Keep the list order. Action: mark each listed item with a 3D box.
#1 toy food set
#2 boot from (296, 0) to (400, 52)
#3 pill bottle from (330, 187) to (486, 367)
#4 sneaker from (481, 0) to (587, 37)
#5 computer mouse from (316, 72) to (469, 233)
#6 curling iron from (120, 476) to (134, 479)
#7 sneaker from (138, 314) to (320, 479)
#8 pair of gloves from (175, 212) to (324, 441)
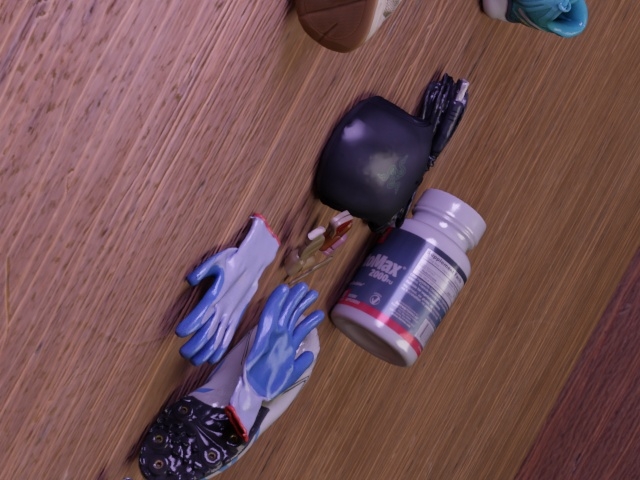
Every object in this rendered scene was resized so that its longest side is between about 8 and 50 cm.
[{"bbox_3d":[0.000,0.000,1.792,0.078,0.019,0.122,-30,166,-27],"label":"toy food set"},{"bbox_3d":[0.086,-0.293,1.492,0.203,0.095,0.262,-39,154,-50],"label":"boot"},{"bbox_3d":[0.101,0.038,2.032,0.180,0.108,0.108,-56,162,-15],"label":"pill bottle"},{"bbox_3d":[0.223,-0.285,1.872,0.107,0.110,0.275,-59,162,-7],"label":"sneaker"},{"bbox_3d":[0.079,-0.078,1.850,0.188,0.072,0.272,-63,163,11],"label":"computer mouse"},{"bbox_3d":[-0.201,0.309,1.725,0.068,0.035,0.274,-50,161,-44],"label":"curling iron"},{"bbox_3d":[-0.084,0.160,1.750,0.237,0.085,0.086,-43,165,-36],"label":"sneaker"},{"bbox_3d":[-0.061,0.075,1.665,0.159,0.023,0.198,-59,141,-30],"label":"pair of gloves"}]
